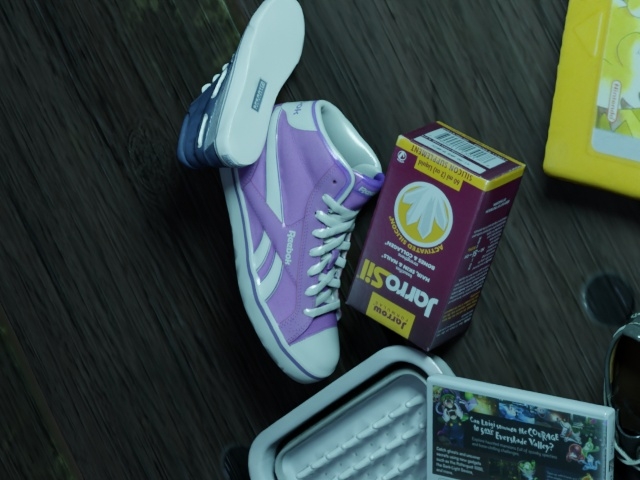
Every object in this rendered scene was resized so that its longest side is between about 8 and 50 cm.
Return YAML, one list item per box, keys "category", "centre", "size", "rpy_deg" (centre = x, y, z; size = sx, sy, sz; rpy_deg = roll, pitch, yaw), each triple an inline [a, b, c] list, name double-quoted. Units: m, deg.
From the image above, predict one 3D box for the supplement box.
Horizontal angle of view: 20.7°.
- category: "supplement box"
  centre: [0.108, -0.005, 1.675]
  size: [0.104, 0.081, 0.188]
  rpy_deg: [29, 118, 24]

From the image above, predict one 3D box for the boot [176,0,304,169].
- category: "boot"
  centre: [-0.083, -0.157, 1.728]
  size: [0.086, 0.069, 0.190]
  rpy_deg: [-2, 59, 43]

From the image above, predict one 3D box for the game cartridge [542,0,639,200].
- category: "game cartridge"
  centre: [0.359, -0.152, 1.485]
  size: [0.323, 0.052, 0.285]
  rpy_deg: [18, 112, 30]

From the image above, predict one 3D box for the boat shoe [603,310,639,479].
- category: "boat shoe"
  centre: [0.288, 0.177, 1.608]
  size: [0.084, 0.079, 0.233]
  rpy_deg: [13, 111, 29]

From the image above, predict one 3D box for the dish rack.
- category: "dish rack"
  centre: [0.101, 0.286, 1.767]
  size: [0.285, 0.072, 0.333]
  rpy_deg: [-38, 81, 36]

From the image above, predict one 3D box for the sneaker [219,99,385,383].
- category: "sneaker"
  centre: [-0.001, 0.000, 1.741]
  size: [0.161, 0.102, 0.282]
  rpy_deg: [-12, 96, 33]

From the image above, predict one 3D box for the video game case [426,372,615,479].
- category: "video game case"
  centre: [0.184, 0.223, 1.638]
  size: [0.190, 0.022, 0.173]
  rpy_deg: [9, 107, 34]
